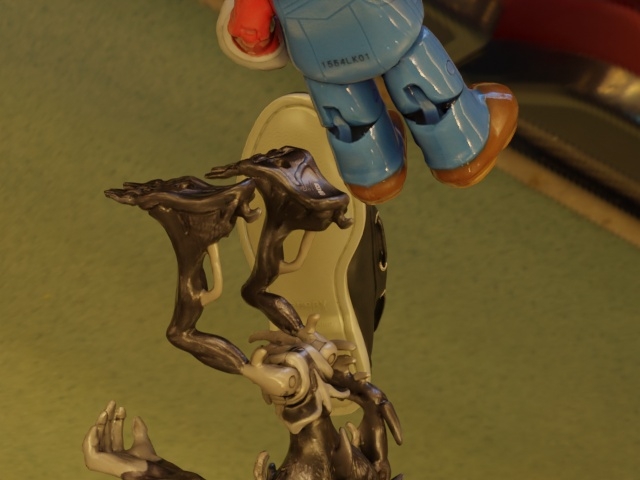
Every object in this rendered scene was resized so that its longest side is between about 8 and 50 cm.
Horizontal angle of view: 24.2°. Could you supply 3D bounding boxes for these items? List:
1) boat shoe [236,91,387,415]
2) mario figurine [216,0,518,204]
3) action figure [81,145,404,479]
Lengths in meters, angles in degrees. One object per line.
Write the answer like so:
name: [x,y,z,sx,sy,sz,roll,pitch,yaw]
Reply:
boat shoe: [0.004,0.000,1.433,0.113,0.127,0.340,-62,145,-56]
mario figurine: [0.020,-0.183,0.945,0.198,0.170,0.320,-32,129,-3]
action figure: [-0.036,0.091,0.832,0.164,0.141,0.275,-21,109,-42]
